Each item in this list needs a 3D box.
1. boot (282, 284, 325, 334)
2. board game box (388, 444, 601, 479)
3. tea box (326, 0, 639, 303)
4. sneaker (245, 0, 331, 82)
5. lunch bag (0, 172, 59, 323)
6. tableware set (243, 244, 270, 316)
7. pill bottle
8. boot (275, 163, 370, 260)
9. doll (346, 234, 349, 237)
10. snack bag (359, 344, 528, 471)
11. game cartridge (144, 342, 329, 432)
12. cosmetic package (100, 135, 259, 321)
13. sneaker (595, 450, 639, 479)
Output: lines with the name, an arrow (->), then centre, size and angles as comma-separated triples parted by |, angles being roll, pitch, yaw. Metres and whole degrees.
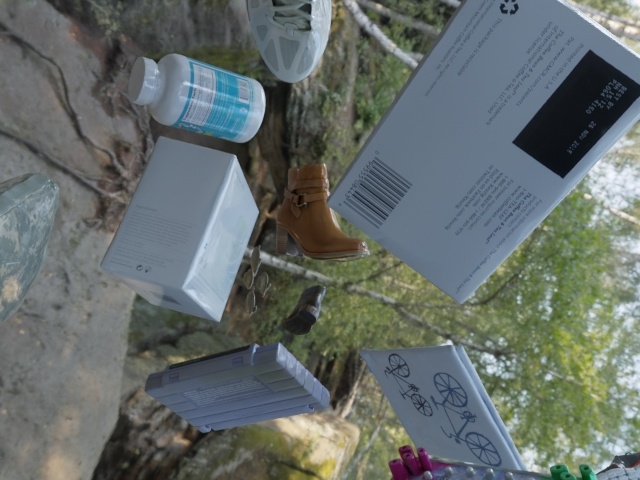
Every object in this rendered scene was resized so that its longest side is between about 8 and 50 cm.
boot -> -0.044, 0.214, 1.709 | 0.219, 0.082, 0.106 | -43, -164, 57
board game box -> 0.188, 0.467, 0.869 | 0.390, 0.050, 0.390 | -14, -166, 45
tea box -> 0.215, -0.157, 0.746 | 0.329, 0.220, 0.323 | -54, 178, 28
sneaker -> -0.068, -0.427, 0.945 | 0.447, 0.169, 0.257 | 92, 3, -46
lunch bag -> -0.550, 0.027, 0.898 | 0.287, 0.169, 0.235 | -53, -168, 19
tableware set -> -0.172, 0.106, 1.478 | 0.141, 0.020, 0.169 | -58, -146, 40
pill bottle -> -0.260, -0.303, 1.194 | 0.146, 0.264, 0.146 | -14, -108, 51
boot -> 0.007, -0.065, 1.298 | 0.283, 0.109, 0.220 | 5, -93, 51
doll -> 0.000, 0.000, 1.484 | 0.129, 0.189, 0.046 | 60, -42, 39
snack bag -> 0.265, 0.377, 1.291 | 0.037, 0.323, 0.342 | -34, -173, -32
game cartridge -> -0.187, 0.331, 1.257 | 0.355, 0.230, 0.068 | -18, -143, 23
cosmetic package -> -0.212, -0.009, 0.929 | 0.224, 0.138, 0.225 | 79, 26, -70
sneaker -> 0.624, 0.476, 1.166 | 0.065, 0.158, 0.061 | -148, -137, -81
